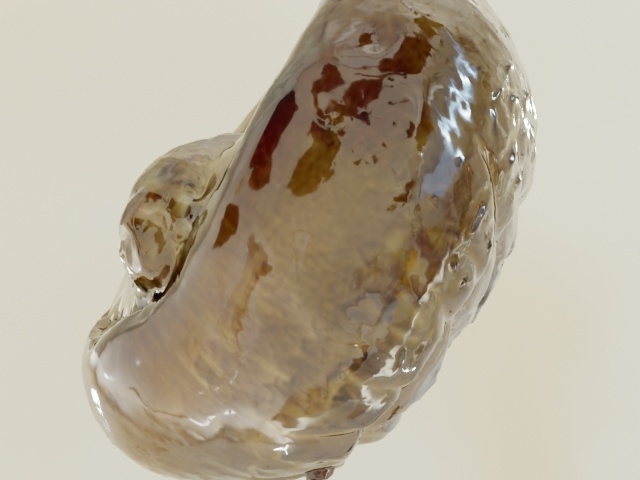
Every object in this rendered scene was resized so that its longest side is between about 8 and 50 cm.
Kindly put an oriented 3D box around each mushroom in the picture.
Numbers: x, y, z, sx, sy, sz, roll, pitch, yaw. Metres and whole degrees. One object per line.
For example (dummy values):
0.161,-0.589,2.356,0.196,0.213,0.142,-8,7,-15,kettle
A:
0.000,0.000,0.734,0.153,0.253,0.253,39,-123,0,mushroom
